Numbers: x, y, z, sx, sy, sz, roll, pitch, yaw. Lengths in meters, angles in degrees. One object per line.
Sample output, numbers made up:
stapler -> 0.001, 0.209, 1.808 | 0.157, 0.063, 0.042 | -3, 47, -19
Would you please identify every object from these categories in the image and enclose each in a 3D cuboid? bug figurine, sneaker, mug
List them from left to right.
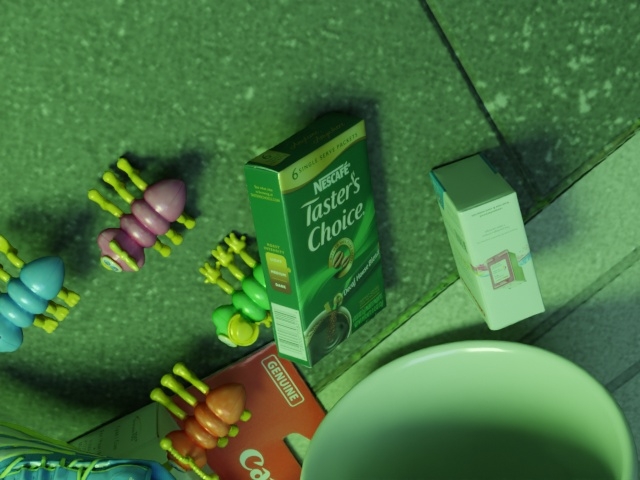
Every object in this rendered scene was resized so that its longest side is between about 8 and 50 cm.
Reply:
sneaker -> -0.201, 0.194, 0.826 | 0.240, 0.091, 0.126 | 28, 135, -18
bug figurine -> -0.137, 0.065, 0.827 | 0.279, 0.072, 0.216 | 38, 86, -23
mug -> 0.109, 0.311, 0.921 | 0.374, 0.276, 0.328 | -13, 126, 8

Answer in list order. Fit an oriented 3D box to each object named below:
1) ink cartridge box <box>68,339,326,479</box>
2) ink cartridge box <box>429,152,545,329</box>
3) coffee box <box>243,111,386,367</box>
ink cartridge box -> -0.085, 0.272, 0.979 | 0.261, 0.066, 0.296 | -28, 118, 7
ink cartridge box -> 0.141, 0.001, 0.858 | 0.052, 0.088, 0.122 | -20, 119, -1
coffee box -> 0.000, 0.000, 0.829 | 0.113, 0.040, 0.184 | -34, 127, -41
